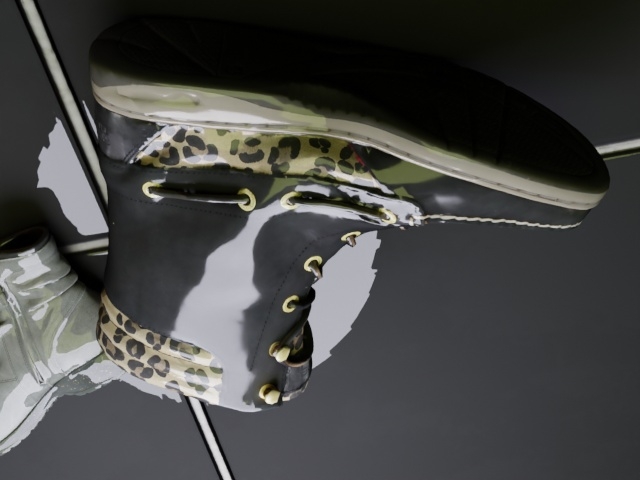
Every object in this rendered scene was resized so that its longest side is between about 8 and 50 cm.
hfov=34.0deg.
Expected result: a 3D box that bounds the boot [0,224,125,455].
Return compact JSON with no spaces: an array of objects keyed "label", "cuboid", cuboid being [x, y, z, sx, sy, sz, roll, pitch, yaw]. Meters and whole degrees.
[{"label":"boot","cuboid":[-0.293,0.092,0.929,0.246,0.083,0.161,-34,119,14]}]

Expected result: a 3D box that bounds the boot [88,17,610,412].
[{"label":"boot","cuboid":[0.000,0.000,0.810,0.377,0.138,0.284,10,124,-6]}]
